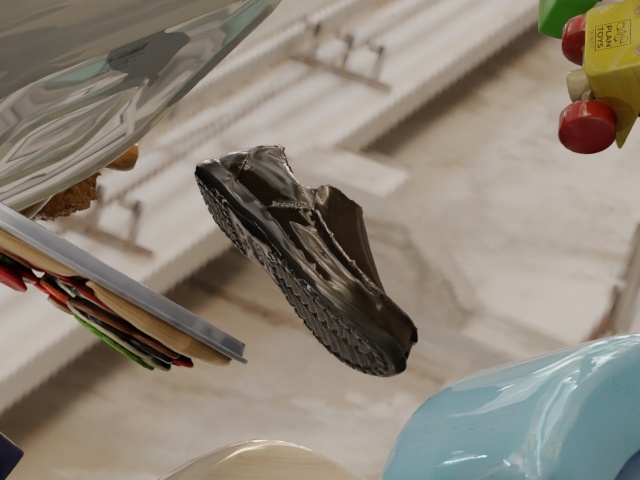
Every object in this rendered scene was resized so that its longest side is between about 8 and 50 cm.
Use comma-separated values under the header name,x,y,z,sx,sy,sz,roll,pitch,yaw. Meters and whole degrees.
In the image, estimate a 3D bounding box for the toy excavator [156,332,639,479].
name,x,y,z,sx,sy,sz,roll,pitch,yaw
toy excavator,0.075,0.164,0.831,0.433,0.445,0.222,-59,15,-25

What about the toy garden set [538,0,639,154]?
name,x,y,z,sx,sy,sz,roll,pitch,yaw
toy garden set,0.170,-0.173,0.771,0.244,0.049,0.204,118,165,-51

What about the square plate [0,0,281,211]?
name,x,y,z,sx,sy,sz,roll,pitch,yaw
square plate,-0.170,-0.075,0.979,0.347,0.049,0.344,-30,-4,-44

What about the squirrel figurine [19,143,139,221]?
name,x,y,z,sx,sy,sz,roll,pitch,yaw
squirrel figurine,-0.327,-0.060,1.378,0.370,0.281,0.397,-37,15,27

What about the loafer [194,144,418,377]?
name,x,y,z,sx,sy,sz,roll,pitch,yaw
loafer,0.000,0.000,1.109,0.078,0.220,0.080,-35,-34,-13

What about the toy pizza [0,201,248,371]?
name,x,y,z,sx,sy,sz,roll,pitch,yaw
toy pizza,-0.125,0.013,0.768,0.032,0.201,0.201,-60,-20,-5

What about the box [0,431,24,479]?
name,x,y,z,sx,sy,sz,roll,pitch,yaw
box,-0.282,0.091,1.095,0.036,0.225,0.136,-52,-37,-14
